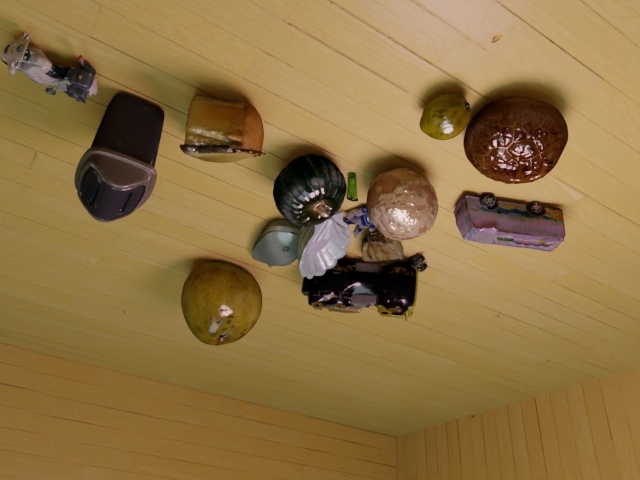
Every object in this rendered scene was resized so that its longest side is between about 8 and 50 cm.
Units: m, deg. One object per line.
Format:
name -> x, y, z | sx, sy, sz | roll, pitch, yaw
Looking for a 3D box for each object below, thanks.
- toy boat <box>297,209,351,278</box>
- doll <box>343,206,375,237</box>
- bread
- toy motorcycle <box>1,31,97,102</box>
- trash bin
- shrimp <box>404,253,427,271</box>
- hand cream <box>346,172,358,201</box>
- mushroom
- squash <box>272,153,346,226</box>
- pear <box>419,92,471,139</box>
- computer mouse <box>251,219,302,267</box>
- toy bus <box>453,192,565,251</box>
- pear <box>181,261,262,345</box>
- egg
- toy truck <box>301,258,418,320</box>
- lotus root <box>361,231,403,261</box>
toy boat -> 0.000, 0.000, 1.858 | 0.199, 0.100, 0.290 | -27, 152, -27
doll -> 0.146, -0.068, 1.853 | 0.114, 0.057, 0.227 | 27, 144, -26
bread -> -0.235, -0.273, 1.475 | 0.204, 0.162, 0.262 | 9, -171, -11
toy motorcycle -> -0.637, -0.401, 1.375 | 0.221, 0.102, 0.150 | 18, 165, -16
trash bin -> -0.500, -0.206, 1.479 | 0.182, 0.290, 0.209 | 19, 144, -22
shrimp -> 0.344, 0.085, 2.099 | 0.091, 0.034, 0.161 | 12, 154, -18
hand cream -> 0.095, -0.155, 1.750 | 0.036, 0.023, 0.122 | 10, 149, 9
mushroom -> 0.481, -0.247, 1.465 | 0.253, 0.153, 0.253 | 9, 143, 7
squash -> -0.030, -0.138, 1.649 | 0.218, 0.172, 0.218 | -1, 137, -1
pear -> 0.305, -0.300, 1.431 | 0.131, 0.107, 0.107 | -22, 140, 39
computer mouse -> -0.138, 0.031, 1.998 | 0.160, 0.097, 0.288 | 12, 146, -18
toy bus -> 0.566, -0.049, 1.767 | 0.317, 0.138, 0.112 | 6, 146, -7
pear -> -0.372, 0.239, 2.168 | 0.304, 0.303, 0.304 | 2, 147, 2
egg -> 0.233, -0.101, 1.667 | 0.203, 0.203, 0.245 | -10, 155, 20
toy truck -> 0.145, 0.180, 2.103 | 0.405, 0.180, 0.254 | 3, 158, 12
lotus root -> 0.200, 0.011, 1.959 | 0.143, 0.070, 0.144 | -1, 152, 17
